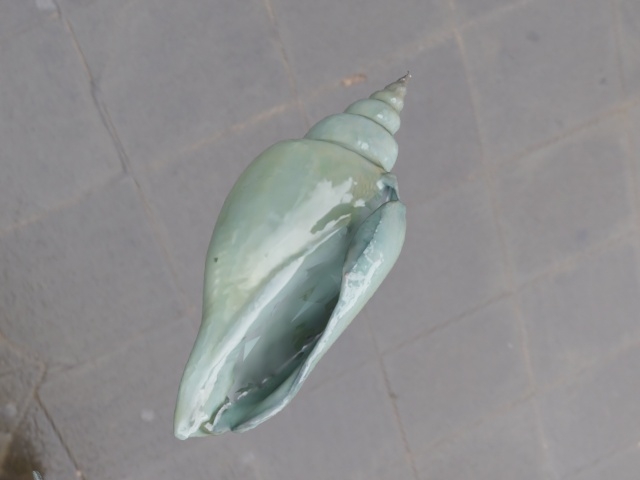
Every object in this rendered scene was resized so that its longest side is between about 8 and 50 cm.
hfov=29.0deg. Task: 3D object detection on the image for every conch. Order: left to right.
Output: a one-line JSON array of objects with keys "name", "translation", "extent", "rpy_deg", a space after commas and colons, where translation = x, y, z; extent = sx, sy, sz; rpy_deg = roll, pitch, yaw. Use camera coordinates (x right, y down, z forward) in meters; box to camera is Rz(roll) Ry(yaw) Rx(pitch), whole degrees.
[{"name": "conch", "translation": [0.002, 0.004, 0.485], "extent": [0.065, 0.088, 0.180], "rpy_deg": [50, 60, -46]}]

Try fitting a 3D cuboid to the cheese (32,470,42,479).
[{"name": "cheese", "translation": [-0.204, 0.226, 0.941], "extent": [0.026, 0.120, 0.067], "rpy_deg": [-6, 107, -20]}]
